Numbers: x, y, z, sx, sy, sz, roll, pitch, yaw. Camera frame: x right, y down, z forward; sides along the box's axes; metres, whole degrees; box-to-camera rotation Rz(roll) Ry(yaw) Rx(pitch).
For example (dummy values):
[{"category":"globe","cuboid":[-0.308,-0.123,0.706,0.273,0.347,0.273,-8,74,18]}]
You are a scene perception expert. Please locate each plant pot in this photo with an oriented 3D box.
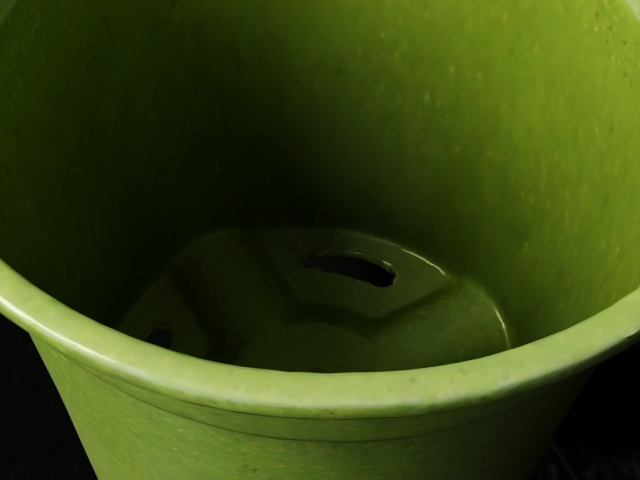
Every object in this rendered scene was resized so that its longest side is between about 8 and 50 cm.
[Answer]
[{"category":"plant pot","cuboid":[0.000,0.000,0.649,0.276,0.276,0.254,50,157,27]}]
